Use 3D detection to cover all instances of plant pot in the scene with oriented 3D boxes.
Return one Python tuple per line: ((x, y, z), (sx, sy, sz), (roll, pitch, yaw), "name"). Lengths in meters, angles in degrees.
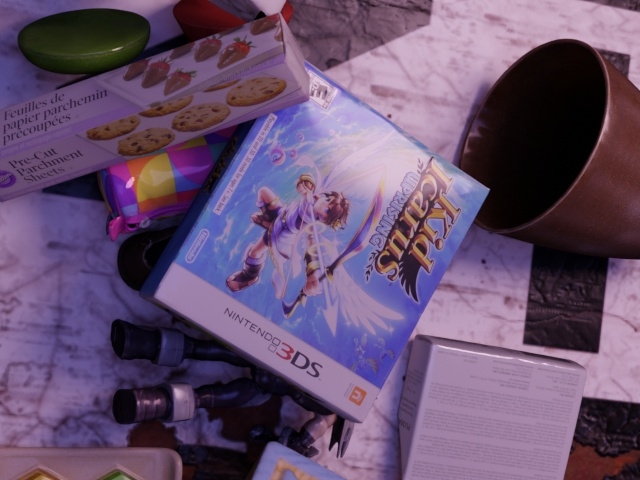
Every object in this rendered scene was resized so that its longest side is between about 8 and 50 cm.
((0.305, -0.069, 1.350), (0.230, 0.215, 0.215), (23, 82, -29), "plant pot")

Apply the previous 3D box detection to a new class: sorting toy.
((-0.242, 0.300, 1.241), (0.208, 0.038, 0.193), (3, 87, -17), "sorting toy")
((-0.202, -0.157, 1.253), (0.366, 0.127, 0.126), (-11, 121, -14), "sorting toy")

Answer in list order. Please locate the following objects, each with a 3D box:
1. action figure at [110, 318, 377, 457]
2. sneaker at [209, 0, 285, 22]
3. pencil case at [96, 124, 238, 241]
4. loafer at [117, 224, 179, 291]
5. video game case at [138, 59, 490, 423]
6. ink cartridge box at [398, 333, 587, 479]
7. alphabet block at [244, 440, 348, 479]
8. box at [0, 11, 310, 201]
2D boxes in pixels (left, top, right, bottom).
((-0.064, 0.131, 1.276), (0.285, 0.099, 0.185), (4, 80, -21), "action figure")
((-0.094, -0.382, 1.145), (0.323, 0.130, 0.236), (43, 80, -8), "sneaker")
((-0.110, -0.071, 1.263), (0.236, 0.104, 0.104), (-17, 93, -16), "pencil case")
((-0.090, 0.013, 1.275), (0.220, 0.078, 0.080), (-13, 92, -17), "loafer")
((0.000, 0.000, 1.217), (0.244, 0.061, 0.269), (33, 79, -20), "video game case")
((0.172, 0.230, 1.370), (0.189, 0.066, 0.232), (11, 97, -17), "ink cartridge box")
((-0.027, 0.340, 1.177), (0.192, 0.193, 0.197), (29, 107, 2), "alphabet block")
((-0.170, -0.120, 1.169), (0.324, 0.067, 0.063), (-16, 55, 12), "box")
